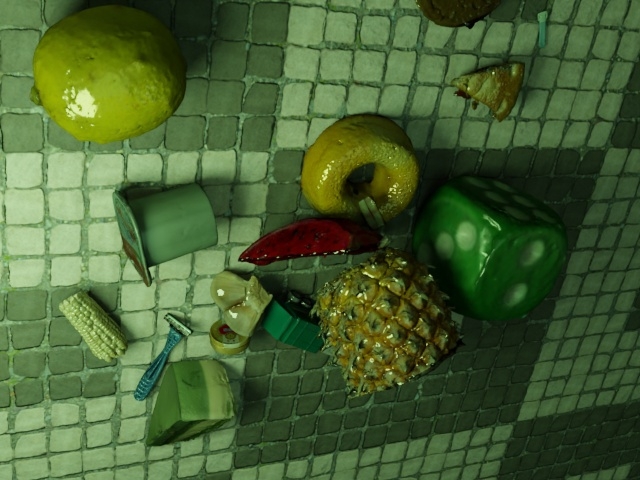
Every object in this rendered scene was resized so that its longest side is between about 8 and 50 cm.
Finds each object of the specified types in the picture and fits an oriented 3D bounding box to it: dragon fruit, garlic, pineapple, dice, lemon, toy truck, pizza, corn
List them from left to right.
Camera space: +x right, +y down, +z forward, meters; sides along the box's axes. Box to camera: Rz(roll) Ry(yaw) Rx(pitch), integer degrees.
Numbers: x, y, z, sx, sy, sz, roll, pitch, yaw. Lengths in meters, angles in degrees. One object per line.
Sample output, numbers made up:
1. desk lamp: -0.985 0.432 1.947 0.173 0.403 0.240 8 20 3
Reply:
1. corn: -0.529 0.193 1.818 0.087 0.087 0.210 -32 120 -4
2. lemon: -0.391 -0.312 1.472 0.284 0.260 0.260 5 116 -20
3. garlic: -0.199 0.148 1.923 0.124 0.099 0.174 -44 103 -23
4. toy truck: -0.039 0.220 2.032 0.253 0.124 0.114 25 109 -32
5. dragon fruit: 0.000 0.000 1.837 0.282 0.344 0.100 4 81 -57
6. pineapple: 0.149 0.191 1.894 0.352 0.352 0.300 -31 87 -5
7. pizza: 0.398 -0.376 1.911 0.194 0.069 0.154 6 116 -20
8. dice: 0.431 0.017 2.017 0.287 0.297 0.300 2 117 -28

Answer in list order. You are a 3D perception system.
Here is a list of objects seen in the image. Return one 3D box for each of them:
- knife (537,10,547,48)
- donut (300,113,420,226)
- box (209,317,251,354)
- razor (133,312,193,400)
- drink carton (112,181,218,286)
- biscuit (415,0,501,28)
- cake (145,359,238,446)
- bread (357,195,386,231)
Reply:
1. knife: 0.545 -0.518 1.928 0.027 0.010 0.096 -21 127 -13
2. donut: 0.108 -0.154 1.883 0.303 0.110 0.302 -11 123 -18
3. box: -0.226 0.239 1.963 0.106 0.105 0.037 -10 128 -19
4. razor: -0.401 0.300 1.959 0.082 0.042 0.253 33 107 8
5. drink carton: -0.333 -0.033 1.708 0.190 0.185 0.191 -17 122 -18
6. biscuit: 0.317 -0.615 1.724 0.296 0.075 0.295 -15 128 -21
7. cake: -0.354 0.424 2.040 0.158 0.172 0.283 6 150 -32
8. bread: 0.128 -0.048 1.856 0.043 0.062 0.109 -28 129 2
